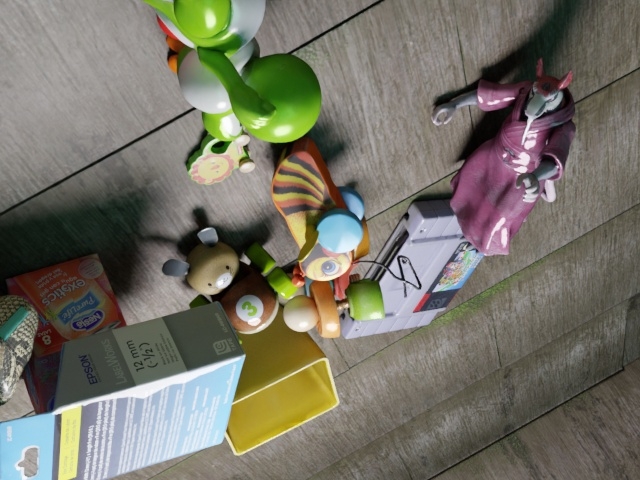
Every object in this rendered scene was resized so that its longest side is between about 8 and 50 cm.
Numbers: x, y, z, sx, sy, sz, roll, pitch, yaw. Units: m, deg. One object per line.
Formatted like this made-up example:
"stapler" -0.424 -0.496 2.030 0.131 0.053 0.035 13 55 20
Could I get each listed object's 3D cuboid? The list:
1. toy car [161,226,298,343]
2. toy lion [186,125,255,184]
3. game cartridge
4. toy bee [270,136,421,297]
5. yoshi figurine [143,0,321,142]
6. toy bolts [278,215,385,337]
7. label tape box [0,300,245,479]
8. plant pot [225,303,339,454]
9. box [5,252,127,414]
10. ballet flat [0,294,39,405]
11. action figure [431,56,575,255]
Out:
"toy car" -0.158 0.056 1.640 0.155 0.149 0.188 -44 137 -1
"toy lion" -0.146 -0.120 1.489 0.096 0.034 0.100 -17 147 -7
"game cartridge" 0.199 0.056 2.009 0.230 0.068 0.355 -3 140 -32
"toy bee" 0.000 0.000 1.597 0.162 0.298 0.195 -31 -178 19
"yoshi figurine" -0.080 -0.238 1.219 0.204 0.203 0.362 -30 153 -14
"toy bolts" -0.002 0.054 1.771 0.159 0.218 0.228 -10 179 -8
"label tape box" -0.300 0.238 1.503 0.348 0.115 0.249 -12 144 -25
"plant pot" -0.110 0.225 1.863 0.212 0.187 0.212 -26 148 -8
"box" -0.380 0.180 1.602 0.142 0.154 0.300 -17 148 -21
"ballet flat" -0.522 0.205 1.486 0.483 0.164 0.182 -35 -165 44
"action figure" 0.335 -0.139 1.657 0.276 0.248 0.370 -14 149 -26
